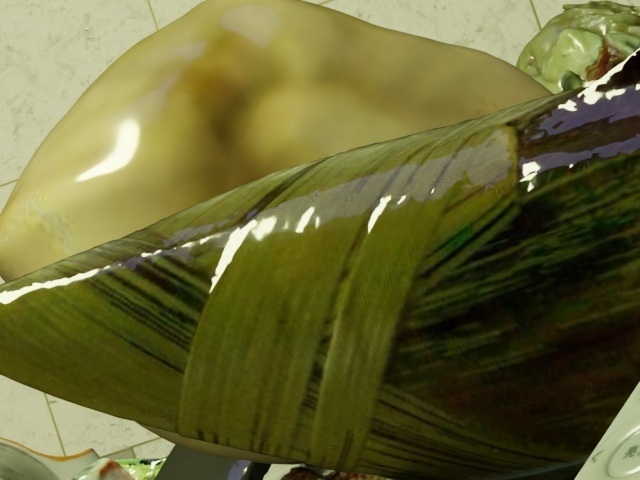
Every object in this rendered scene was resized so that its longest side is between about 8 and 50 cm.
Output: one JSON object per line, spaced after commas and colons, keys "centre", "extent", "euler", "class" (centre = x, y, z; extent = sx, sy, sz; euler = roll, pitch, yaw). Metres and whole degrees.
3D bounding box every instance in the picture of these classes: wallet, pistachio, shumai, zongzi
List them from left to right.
{"centre": [-0.061, 0.139, 1.058], "extent": [0.124, 0.025, 0.244], "euler": [-9, 40, 48], "class": "wallet"}
{"centre": [0.000, 0.000, 0.826], "extent": [0.365, 0.281, 0.445], "euler": [-12, -11, 29], "class": "pistachio"}
{"centre": [0.032, 0.010, 0.438], "extent": [0.300, 0.138, 0.286], "euler": [5, -20, -26], "class": "zongzi"}
{"centre": [0.264, -0.093, 1.074], "extent": [0.256, 0.189, 0.218], "euler": [11, 25, 28], "class": "shumai"}

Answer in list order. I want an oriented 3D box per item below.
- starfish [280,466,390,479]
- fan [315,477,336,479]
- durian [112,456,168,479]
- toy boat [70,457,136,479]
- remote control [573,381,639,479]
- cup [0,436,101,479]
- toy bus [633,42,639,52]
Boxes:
{"centre": [0.001, 0.154, 0.707], "extent": [0.210, 0.053, 0.150], "euler": [-27, 10, -9], "class": "starfish"}
{"centre": [0.056, 0.105, 0.409], "extent": [0.023, 0.057, 0.282], "euler": [-21, 0, -23], "class": "fan"}
{"centre": [-0.179, 0.248, 1.130], "extent": [0.221, 0.095, 0.137], "euler": [-18, 43, 39], "class": "durian"}
{"centre": [-0.158, 0.190, 0.673], "extent": [0.115, 0.114, 0.262], "euler": [-51, -1, 23], "class": "toy boat"}
{"centre": [0.062, 0.080, 0.287], "extent": [0.184, 0.027, 0.050], "euler": [-46, 11, -33], "class": "remote control"}
{"centre": [-0.272, 0.254, 0.984], "extent": [0.226, 0.182, 0.264], "euler": [-34, -6, -38], "class": "cup"}
{"centre": [0.362, -0.137, 0.923], "extent": [0.275, 0.167, 0.138], "euler": [-30, -2, -41], "class": "toy bus"}
